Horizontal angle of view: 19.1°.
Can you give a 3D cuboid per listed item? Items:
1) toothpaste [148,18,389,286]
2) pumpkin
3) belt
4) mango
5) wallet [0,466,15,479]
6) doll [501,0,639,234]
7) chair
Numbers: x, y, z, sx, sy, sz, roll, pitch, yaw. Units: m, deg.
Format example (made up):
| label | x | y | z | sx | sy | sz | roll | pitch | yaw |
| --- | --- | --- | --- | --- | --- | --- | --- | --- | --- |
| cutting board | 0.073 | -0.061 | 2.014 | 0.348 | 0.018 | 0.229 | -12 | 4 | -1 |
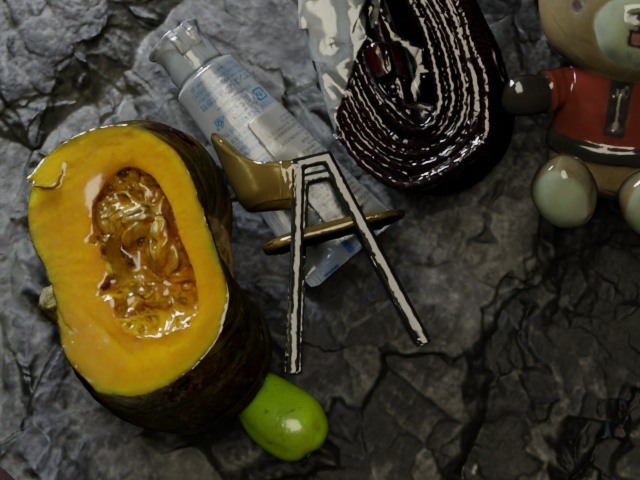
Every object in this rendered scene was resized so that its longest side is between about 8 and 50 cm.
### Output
| label | x | y | z | sx | sy | sz | roll | pitch | yaw |
| --- | --- | --- | --- | --- | --- | --- | --- | --- | --- |
| toothpaste | -0.059 | -0.098 | 1.964 | 0.114 | 0.073 | 0.299 | -39 | 83 | -9 |
| pumpkin | -0.185 | 0.041 | 1.874 | 0.221 | 0.139 | 0.317 | -22 | 74 | 11 |
| belt | 0.088 | -0.186 | 1.934 | 0.184 | 0.164 | 0.289 | -21 | 82 | 17 |
| mango | -0.041 | 0.172 | 1.883 | 0.073 | 0.056 | 0.108 | -38 | 63 | -13 |
| wallet | -0.333 | 0.311 | 1.782 | 0.182 | 0.049 | 0.229 | 39 | 35 | 22 |
| doll | 0.309 | -0.171 | 1.871 | 0.235 | 0.174 | 0.330 | 10 | 104 | 13 |
| chair | 0.000 | 0.000 | 1.853 | 0.172 | 0.159 | 0.247 | -11 | 86 | 1 |
